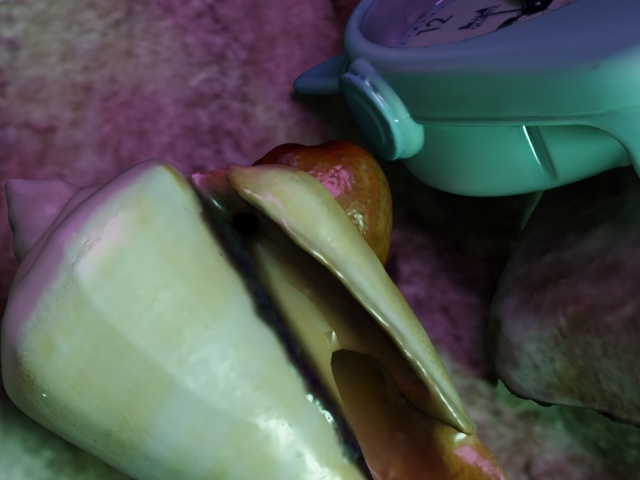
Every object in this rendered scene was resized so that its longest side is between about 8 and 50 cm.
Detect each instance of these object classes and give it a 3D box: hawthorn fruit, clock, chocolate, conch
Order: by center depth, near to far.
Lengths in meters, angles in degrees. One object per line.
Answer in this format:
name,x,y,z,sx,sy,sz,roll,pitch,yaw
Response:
conch,-0.039,0.054,0.616,0.158,0.127,0.255,-45,109,-7
chocolate,0.220,0.005,0.630,0.100,0.303,0.185,50,59,-39
hawthorn fruit,0.000,0.000,0.675,0.081,0.081,0.093,-4,76,-20
clock,0.121,-0.108,0.705,0.223,0.274,0.094,-46,120,-36
